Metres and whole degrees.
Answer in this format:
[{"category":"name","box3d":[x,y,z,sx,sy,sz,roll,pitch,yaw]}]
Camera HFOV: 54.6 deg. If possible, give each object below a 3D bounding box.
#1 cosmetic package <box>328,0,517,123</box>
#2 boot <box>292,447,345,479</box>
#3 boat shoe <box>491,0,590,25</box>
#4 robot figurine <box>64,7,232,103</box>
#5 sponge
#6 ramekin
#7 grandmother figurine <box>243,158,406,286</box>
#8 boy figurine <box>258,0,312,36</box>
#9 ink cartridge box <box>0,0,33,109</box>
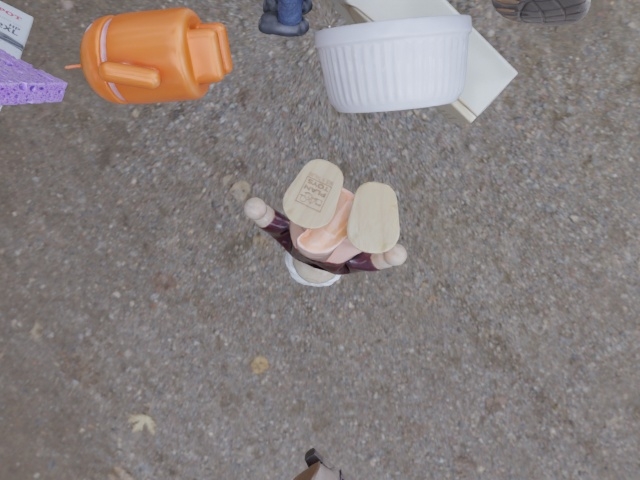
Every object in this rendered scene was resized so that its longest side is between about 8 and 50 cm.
[{"category":"cosmetic package","box3d":[0.162,-0.339,1.027,0.309,0.160,0.113,41,98,-6]},{"category":"boot","box3d":[0.006,0.314,0.768,0.042,0.118,0.086,-32,95,15]},{"category":"boat shoe","box3d":[0.267,-0.347,0.722,0.123,0.324,0.116,15,91,18]},{"category":"robot figurine","box3d":[-0.240,-0.257,0.873,0.220,0.128,0.157,-2,67,11]},{"category":"sponge","box3d":[-0.390,-0.186,0.680,0.117,0.210,0.031,28,107,3]},{"category":"ramekin","box3d":[0.099,-0.235,0.835,0.207,0.207,0.108,-6,105,3]},{"category":"grandmother figurine","box3d":[0.000,0.000,0.786,0.208,0.342,0.104,30,77,4]},{"category":"boy figurine","box3d":[-0.055,-0.424,0.865,0.092,0.177,0.285,3,148,5]},{"category":"ink cartridge box","box3d":[-0.712,-0.368,1.203,0.223,0.307,0.129,22,128,-31]}]
